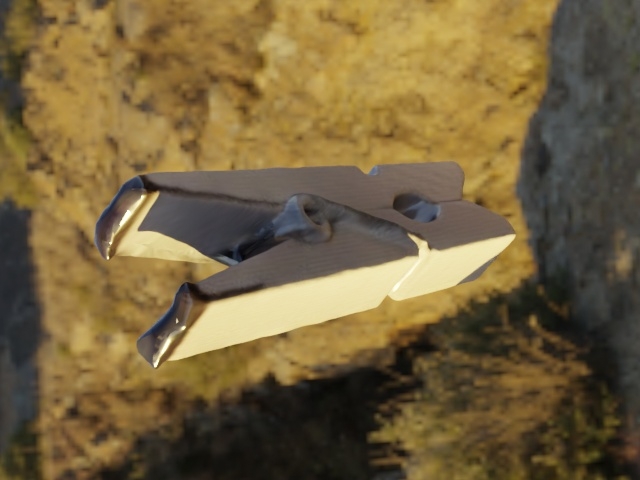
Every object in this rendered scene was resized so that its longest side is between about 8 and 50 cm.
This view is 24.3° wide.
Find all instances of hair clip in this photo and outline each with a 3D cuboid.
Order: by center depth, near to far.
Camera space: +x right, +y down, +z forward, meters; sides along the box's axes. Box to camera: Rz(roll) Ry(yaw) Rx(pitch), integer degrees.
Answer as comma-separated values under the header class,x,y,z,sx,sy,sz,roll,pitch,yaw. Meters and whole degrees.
class,x,y,z,sx,sy,sz,roll,pitch,yaw
hair clip,-0.002,0.003,1.025,0.101,0.330,0.085,51,126,25
